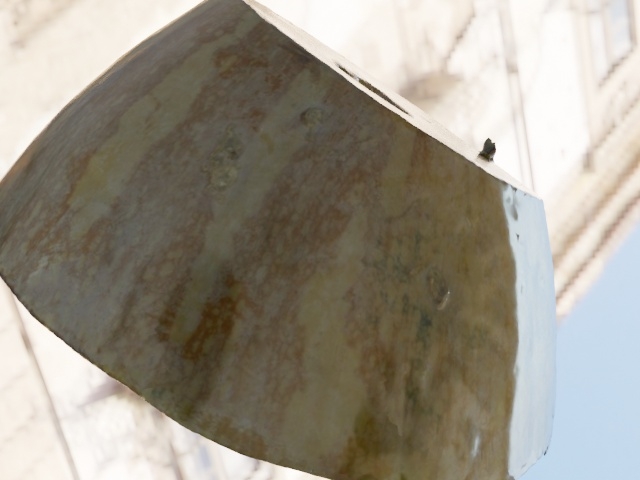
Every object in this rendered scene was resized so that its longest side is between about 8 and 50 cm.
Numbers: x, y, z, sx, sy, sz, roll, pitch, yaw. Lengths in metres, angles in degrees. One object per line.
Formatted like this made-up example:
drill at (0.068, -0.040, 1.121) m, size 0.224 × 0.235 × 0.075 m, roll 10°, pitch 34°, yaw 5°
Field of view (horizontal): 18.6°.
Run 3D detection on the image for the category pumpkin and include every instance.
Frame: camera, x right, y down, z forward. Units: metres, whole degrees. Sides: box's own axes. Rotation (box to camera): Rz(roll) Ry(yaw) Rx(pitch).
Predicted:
pumpkin at (0.001, -0.015, 0.679) m, size 0.217 × 0.110 × 0.217 m, roll 20°, pitch -164°, yaw -6°
